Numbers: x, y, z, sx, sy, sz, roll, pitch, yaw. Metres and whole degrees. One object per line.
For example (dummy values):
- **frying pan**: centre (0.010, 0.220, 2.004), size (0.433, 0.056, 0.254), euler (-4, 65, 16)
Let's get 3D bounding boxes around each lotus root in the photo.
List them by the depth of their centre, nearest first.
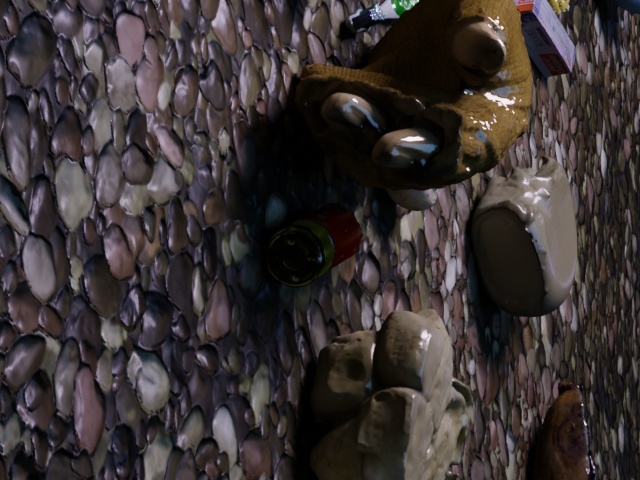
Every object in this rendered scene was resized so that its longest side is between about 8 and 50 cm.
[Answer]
- **lotus root**: centre (0.282, 0.329, 1.945), size (0.167, 0.078, 0.329), euler (92, -2, -77)

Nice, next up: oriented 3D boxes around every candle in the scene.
- **candle**: centre (0.000, 0.000, 1.339), size (0.131, 0.052, 0.052), euler (-33, 116, -66)

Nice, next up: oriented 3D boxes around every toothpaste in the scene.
- **toothpaste**: centre (0.277, -0.262, 2.060), size (0.196, 0.047, 0.040), euler (38, 49, -61)

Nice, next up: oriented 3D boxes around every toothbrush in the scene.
- **toothbrush**: centre (0.081, -0.233, 1.614), size (0.304, 0.030, 0.030), euler (-37, 120, -67)

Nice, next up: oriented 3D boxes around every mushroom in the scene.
- **mushroom**: centre (0.092, -0.070, 1.551), size (0.083, 0.067, 0.083), euler (3, 90, -70)

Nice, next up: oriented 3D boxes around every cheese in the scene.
- **cheese**: centre (0.236, -0.011, 1.862), size (0.202, 0.091, 0.175), euler (-64, 143, -53)

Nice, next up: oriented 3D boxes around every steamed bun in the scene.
- **steamed bun**: centre (0.055, 0.150, 1.383), size (0.177, 0.106, 0.192), euler (41, 58, -65)

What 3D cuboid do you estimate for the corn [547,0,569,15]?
- **corn**: centre (0.269, -0.345, 2.032), size (0.165, 0.063, 0.085), euler (55, 14, -52)

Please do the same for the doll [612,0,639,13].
- **doll**: centre (0.468, -0.464, 2.437), size (0.177, 0.141, 0.314), euler (-69, 144, -53)

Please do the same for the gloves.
- **gloves**: centre (0.097, -0.125, 1.396), size (0.155, 0.203, 0.356), euler (58, 25, -6)
